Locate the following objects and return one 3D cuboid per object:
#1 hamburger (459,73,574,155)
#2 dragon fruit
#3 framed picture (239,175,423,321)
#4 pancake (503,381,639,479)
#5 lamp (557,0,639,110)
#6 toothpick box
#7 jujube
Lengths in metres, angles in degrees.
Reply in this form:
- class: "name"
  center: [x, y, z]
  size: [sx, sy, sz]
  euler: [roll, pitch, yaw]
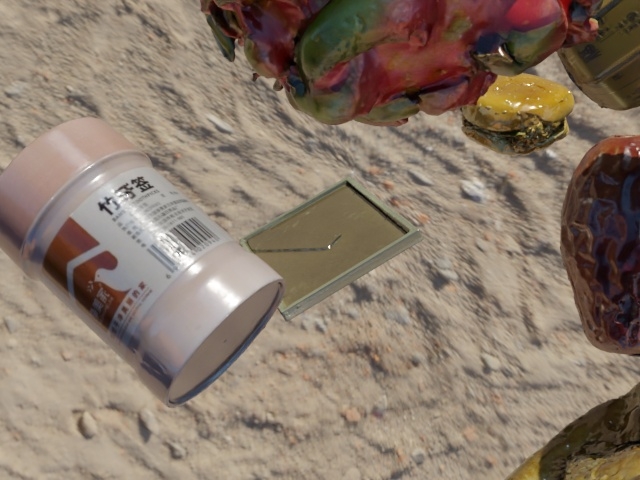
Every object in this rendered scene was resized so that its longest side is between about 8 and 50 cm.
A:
- class: "hamburger"
  center: [0.260, -0.172, 1.095]
  size: [0.138, 0.147, 0.083]
  euler: [-28, 128, -26]
- class: "dragon fruit"
  center: [0.059, -0.198, 0.616]
  size: [0.303, 0.231, 0.237]
  euler: [3, 112, -9]
- class: "framed picture"
  center: [0.000, 0.000, 1.268]
  size: [0.232, 0.315, 0.024]
  euler: [-30, 116, -5]
- class: "pancake"
  center: [0.308, 0.219, 0.830]
  size: [0.356, 0.356, 0.065]
  euler: [-33, 82, 5]
- class: "lamp"
  center: [0.356, -0.238, 0.881]
  size: [0.185, 0.161, 0.161]
  euler: [-33, 93, 31]
- class: "toothpick box"
  center: [-0.106, 0.011, 0.472]
  size: [0.149, 0.098, 0.098]
  euler: [40, 95, 12]
- class: "jujube"
  center: [0.412, 0.005, 1.077]
  size: [0.197, 0.197, 0.290]
  euler: [0, 98, 2]
